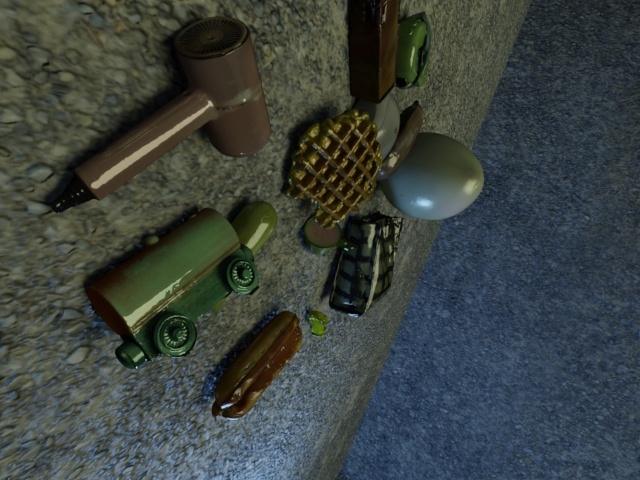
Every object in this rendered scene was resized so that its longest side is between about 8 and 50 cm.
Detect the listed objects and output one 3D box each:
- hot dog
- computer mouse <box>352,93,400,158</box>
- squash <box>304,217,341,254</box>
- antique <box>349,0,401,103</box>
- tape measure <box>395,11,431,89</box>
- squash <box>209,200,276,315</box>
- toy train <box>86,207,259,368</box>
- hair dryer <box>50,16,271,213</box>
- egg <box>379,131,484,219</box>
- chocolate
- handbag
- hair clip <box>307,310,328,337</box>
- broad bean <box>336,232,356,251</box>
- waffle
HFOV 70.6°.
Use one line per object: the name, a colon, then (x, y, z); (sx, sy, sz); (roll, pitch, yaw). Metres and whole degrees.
hot dog: (-0.165, 0.314, 1.160); (0.337, 0.100, 0.135); (-46, 142, -41)
computer mouse: (0.129, -0.263, 1.212); (0.297, 0.121, 0.184); (-61, 158, -14)
squash: (-0.005, 0.007, 1.245); (0.105, 0.105, 0.132); (-52, 170, -30)
antique: (0.122, -0.474, 1.030); (0.093, 0.087, 0.310); (-52, 154, -28)
tape measure: (0.249, -0.514, 1.243); (0.175, 0.106, 0.200); (-47, 149, -45)
squash: (-0.169, 0.029, 0.894); (0.250, 0.083, 0.083); (-59, 157, -10)
toy train: (-0.229, 0.066, 0.734); (0.285, 0.116, 0.177); (-44, 109, -39)
hair dryer: (-0.216, -0.143, 0.630); (0.344, 0.107, 0.189); (-45, 153, -23)
egg: (0.358, -0.203, 1.462); (0.283, 0.345, 0.283); (-12, 112, -32)
chocolate: (0.228, -0.280, 1.355); (0.261, 0.083, 0.161); (-59, -164, -15)
handbag: (0.170, 0.070, 1.594); (0.325, 0.162, 0.327); (-19, 122, -65)
hair clip: (-0.005, 0.275, 1.508); (0.173, 0.072, 0.046); (82, 28, -59)
broad bean: (0.045, -0.009, 1.351); (0.213, 0.070, 0.048); (30, 77, -58)
waffle: (0.038, -0.162, 1.075); (0.281, 0.058, 0.301); (-37, 139, -16)
